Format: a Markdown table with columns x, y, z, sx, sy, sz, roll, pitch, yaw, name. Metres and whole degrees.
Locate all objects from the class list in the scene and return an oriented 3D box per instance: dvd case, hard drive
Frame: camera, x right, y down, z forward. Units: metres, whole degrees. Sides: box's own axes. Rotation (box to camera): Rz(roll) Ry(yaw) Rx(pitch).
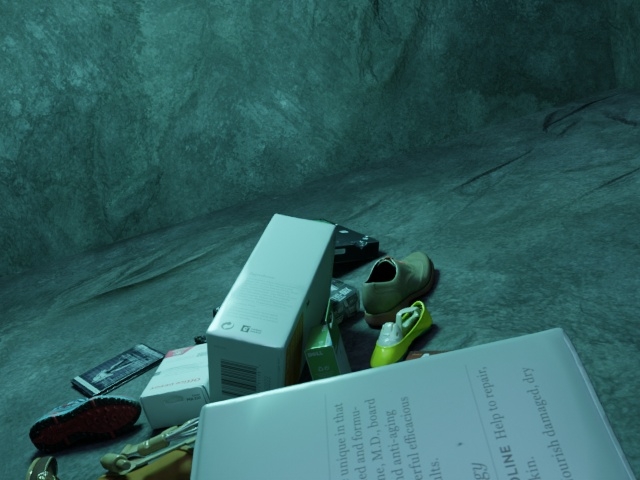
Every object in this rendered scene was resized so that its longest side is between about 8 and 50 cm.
| x | y | z | sx | sy | sz | roll | pitch | yaw | name |
| --- | --- | --- | --- | --- | --- | --- | --- | --- | --- |
| -0.547 | 0.352 | 1.876 | 0.221 | 0.018 | 0.165 | -27 | 22 | -34 | dvd case |
| 0.000 | 0.000 | 2.257 | 0.237 | 0.064 | 0.339 | -6 | 18 | -33 | hard drive |

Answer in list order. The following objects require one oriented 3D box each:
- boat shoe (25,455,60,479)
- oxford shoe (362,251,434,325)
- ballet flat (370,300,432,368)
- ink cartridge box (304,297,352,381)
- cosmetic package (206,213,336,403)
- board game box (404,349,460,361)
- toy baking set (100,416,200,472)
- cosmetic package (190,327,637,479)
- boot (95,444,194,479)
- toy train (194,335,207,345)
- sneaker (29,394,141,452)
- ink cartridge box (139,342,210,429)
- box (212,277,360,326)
| x | y | z | sx | sy | sz | roll | pitch | yaw | name |
| --- | --- | --- | --- | --- | --- | --- | --- | --- | --- |
| -0.539 | 0.495 | 1.342 | 0.073 | 0.073 | 0.207 | -14 | 24 | -1 | boat shoe |
| 0.211 | 0.091 | 1.822 | 0.123 | 0.130 | 0.348 | -6 | 20 | 29 | oxford shoe |
| 0.179 | 0.210 | 1.574 | 0.077 | 0.077 | 0.231 | 1 | 24 | 41 | ballet flat |
| 0.014 | 0.238 | 1.409 | 0.062 | 0.209 | 0.109 | -12 | 17 | 11 | ink cartridge box |
| -0.096 | 0.159 | 1.536 | 0.162 | 0.230 | 0.453 | 10 | 35 | 9 | cosmetic package |
| 0.295 | 0.265 | 1.387 | 0.281 | 0.027 | 0.145 | -7 | 18 | 27 | board game box |
| -0.301 | 0.369 | 1.271 | 0.197 | 0.030 | 0.256 | -24 | 0 | -29 | toy baking set |
| 0.105 | 0.344 | 0.679 | 0.394 | 0.329 | 0.327 | -14 | 36 | 7 | cosmetic package |
| -0.323 | 0.457 | 1.190 | 0.284 | 0.109 | 0.220 | -8 | 17 | 32 | boot |
| -0.292 | 0.280 | 1.863 | 0.036 | 0.027 | 0.158 | -15 | 13 | -36 | toy train |
| -0.533 | 0.394 | 1.591 | 0.262 | 0.104 | 0.125 | -14 | 15 | 6 | sneaker |
| -0.301 | 0.331 | 1.601 | 0.159 | 0.092 | 0.218 | -13 | 16 | 10 | ink cartridge box |
| -0.084 | 0.181 | 1.796 | 0.242 | 0.076 | 0.307 | 21 | 38 | 36 | box |
